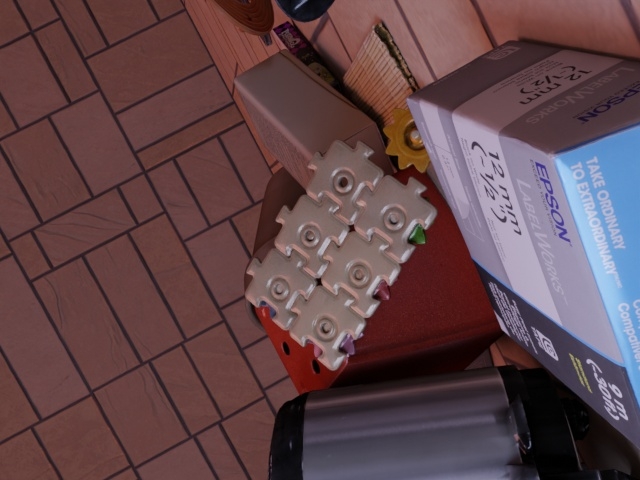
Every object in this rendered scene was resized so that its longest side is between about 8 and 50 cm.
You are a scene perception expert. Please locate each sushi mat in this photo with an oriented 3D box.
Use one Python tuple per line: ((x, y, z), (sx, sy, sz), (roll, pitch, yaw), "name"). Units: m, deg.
((0.087, -0.194, 1.179), (0.151, 0.019, 0.316), (63, 175, -1), "sushi mat")

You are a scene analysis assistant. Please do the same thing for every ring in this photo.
((-0.192, -0.491, 1.443), (0.336, 0.032, 0.336), (46, -154, -30), "ring")

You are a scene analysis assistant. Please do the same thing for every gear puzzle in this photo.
((0.046, -0.024, 1.021), (0.175, 0.338, 0.044), (38, -163, 22), "gear puzzle")

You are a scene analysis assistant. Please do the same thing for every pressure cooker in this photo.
((0.171, 0.336, 1.018), (0.370, 0.421, 0.375), (-89, -11, -66), "pressure cooker")

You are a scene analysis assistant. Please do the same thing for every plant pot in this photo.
((0.064, 0.093, 1.199), (0.267, 0.236, 0.267), (59, 149, 21), "plant pot")
((0.000, 0.000, 1.648), (0.323, 0.323, 0.280), (69, -173, -51), "plant pot")

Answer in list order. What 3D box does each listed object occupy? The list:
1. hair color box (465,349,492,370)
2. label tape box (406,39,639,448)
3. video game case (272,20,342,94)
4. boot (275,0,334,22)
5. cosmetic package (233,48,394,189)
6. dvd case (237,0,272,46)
((0.225, 0.233, 1.520), (0.185, 0.114, 0.374), (56, 173, 45), "hair color box")
((0.207, 0.009, 0.592), (0.249, 0.115, 0.347), (64, 176, -23), "label tape box")
((-0.003, -0.257, 1.563), (0.210, 0.042, 0.232), (57, 173, 37), "video game case")
((-0.093, -0.436, 1.111), (0.445, 0.146, 0.367), (53, 172, 32), "boot")
((-0.011, -0.170, 1.370), (0.309, 0.113, 0.160), (47, 167, 45), "cosmetic package")
((-0.174, -0.547, 1.845), (0.221, 0.018, 0.164), (58, 175, 27), "dvd case")
